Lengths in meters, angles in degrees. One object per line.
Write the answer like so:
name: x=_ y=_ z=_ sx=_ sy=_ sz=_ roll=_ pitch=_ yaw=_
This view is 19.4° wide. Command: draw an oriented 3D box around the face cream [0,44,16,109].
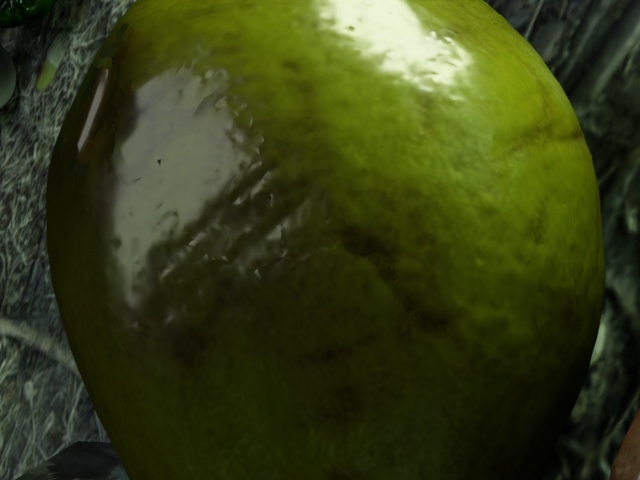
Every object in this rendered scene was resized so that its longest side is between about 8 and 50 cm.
face cream: x=-0.313 y=-0.140 z=1.611 sx=0.095 sy=0.091 sz=0.091 roll=4 pitch=75 yaw=51

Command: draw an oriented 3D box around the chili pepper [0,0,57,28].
chili pepper: x=-0.281 y=-0.231 z=1.621 sx=0.099 sy=0.083 sz=0.253 roll=-38 pitch=17 yaw=-11

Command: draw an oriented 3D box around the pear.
pear: x=0.000 y=0.000 z=0.859 sx=0.269 sy=0.269 sz=0.321 roll=-32 pitch=56 yaw=46

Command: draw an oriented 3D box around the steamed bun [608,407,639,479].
steamed bun: x=0.198 y=0.069 z=0.633 sx=0.175 sy=0.106 sz=0.145 roll=27 pitch=90 yaw=46

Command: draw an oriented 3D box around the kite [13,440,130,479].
kite: x=-0.192 y=0.188 z=1.056 sx=0.169 sy=0.310 sz=0.015 roll=6 pitch=118 yaw=44
